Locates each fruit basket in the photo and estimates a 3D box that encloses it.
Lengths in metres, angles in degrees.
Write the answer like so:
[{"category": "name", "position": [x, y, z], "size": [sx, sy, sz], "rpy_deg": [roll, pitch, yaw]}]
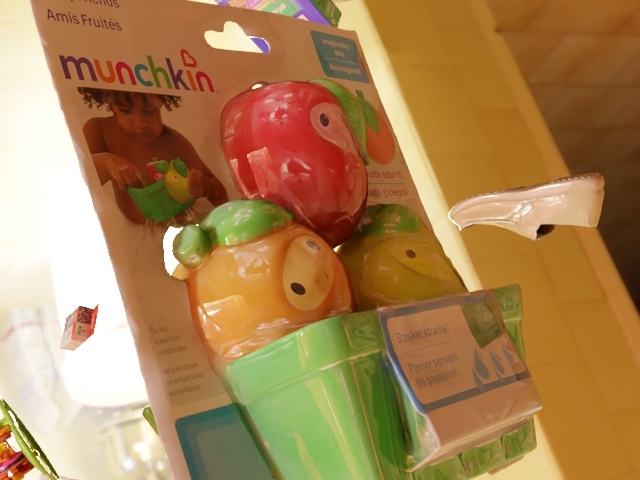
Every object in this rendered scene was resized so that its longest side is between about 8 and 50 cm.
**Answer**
[{"category": "fruit basket", "position": [0.000, 0.000, 0.652], "size": [0.165, 0.353, 0.327], "rpy_deg": [-22, 169, 36]}]

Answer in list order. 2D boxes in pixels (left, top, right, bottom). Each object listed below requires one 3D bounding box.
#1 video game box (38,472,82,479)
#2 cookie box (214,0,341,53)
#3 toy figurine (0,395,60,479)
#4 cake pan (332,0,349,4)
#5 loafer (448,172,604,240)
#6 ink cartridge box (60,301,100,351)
[{"category": "video game box", "position": [-0.331, 0.415, 1.624], "size": [0.205, 0.048, 0.187], "rpy_deg": [12, 156, -2]}, {"category": "cookie box", "position": [-0.046, -0.250, 1.101], "size": [0.091, 0.040, 0.107], "rpy_deg": [-23, 126, 35]}, {"category": "toy figurine", "position": [-0.405, 0.284, 1.216], "size": [0.159, 0.130, 0.173], "rpy_deg": [-36, -170, -16]}, {"category": "cake pan", "position": [0.012, -0.400, 1.177], "size": [0.054, 0.293, 0.293], "rpy_deg": [1, 153, -6]}, {"category": "loafer", "position": [0.332, -0.043, 1.687], "size": [0.268, 0.092, 0.102], "rpy_deg": [-11, 180, 36]}, {"category": "ink cartridge box", "position": [-0.425, 0.150, 1.833], "size": [0.029, 0.063, 0.115], "rpy_deg": [17, 151, -25]}]
